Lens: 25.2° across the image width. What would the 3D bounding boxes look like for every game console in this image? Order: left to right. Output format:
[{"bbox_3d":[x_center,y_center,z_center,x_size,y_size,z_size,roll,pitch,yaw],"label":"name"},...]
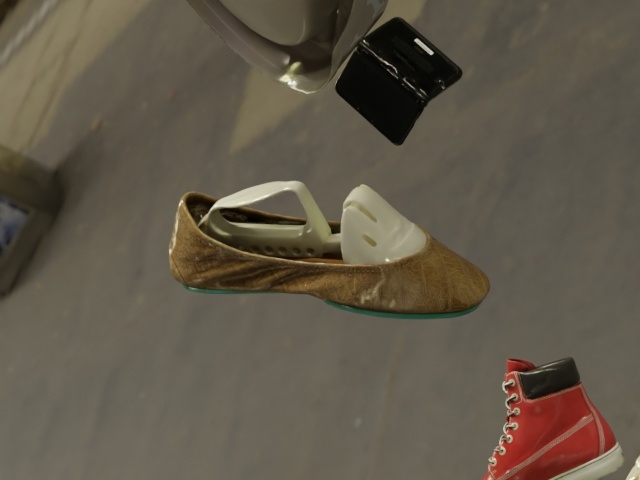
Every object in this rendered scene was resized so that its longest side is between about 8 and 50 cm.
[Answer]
[{"bbox_3d":[0.096,-0.199,1.779,0.107,0.122,0.071,-37,-22,-23],"label":"game console"}]

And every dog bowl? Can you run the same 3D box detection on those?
[{"bbox_3d":[-0.069,-0.312,1.408,0.102,0.348,0.349,-40,17,-15],"label":"dog bowl"}]

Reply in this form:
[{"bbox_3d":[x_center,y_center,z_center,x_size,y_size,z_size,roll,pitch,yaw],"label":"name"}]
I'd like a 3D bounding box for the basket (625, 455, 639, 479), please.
[{"bbox_3d":[0.314,0.221,1.181,0.103,0.113,0.167,9,51,35],"label":"basket"}]

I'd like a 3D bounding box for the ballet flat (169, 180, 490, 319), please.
[{"bbox_3d":[0.000,0.000,1.453,0.116,0.342,0.124,-52,-37,-53],"label":"ballet flat"}]

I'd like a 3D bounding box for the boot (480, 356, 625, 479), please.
[{"bbox_3d":[0.226,0.247,1.764,0.244,0.176,0.088,-28,0,4],"label":"boot"}]
